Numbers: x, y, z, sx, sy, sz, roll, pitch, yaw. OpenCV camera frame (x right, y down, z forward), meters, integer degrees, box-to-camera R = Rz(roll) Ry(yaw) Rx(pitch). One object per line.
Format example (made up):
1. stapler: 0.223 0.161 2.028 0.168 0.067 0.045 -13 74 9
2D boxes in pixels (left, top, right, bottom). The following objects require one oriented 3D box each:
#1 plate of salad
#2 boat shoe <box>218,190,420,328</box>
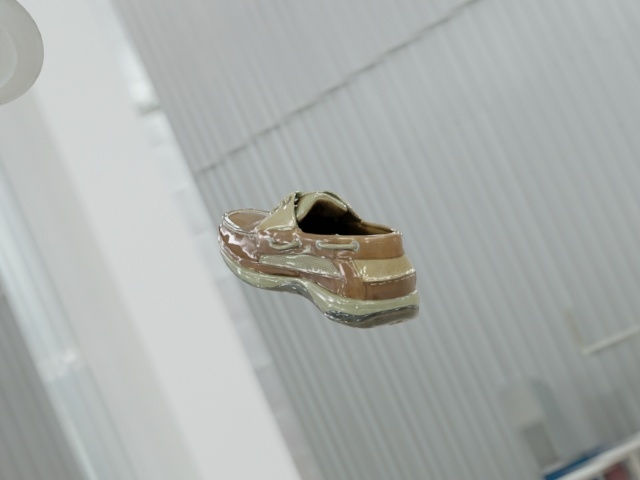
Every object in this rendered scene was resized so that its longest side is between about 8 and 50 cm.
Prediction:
1. plate of salad: -0.430 -0.241 2.105 0.200 0.200 0.048 -26 37 26
2. boat shoe: 0.000 0.000 1.979 0.122 0.120 0.324 -15 22 -35
